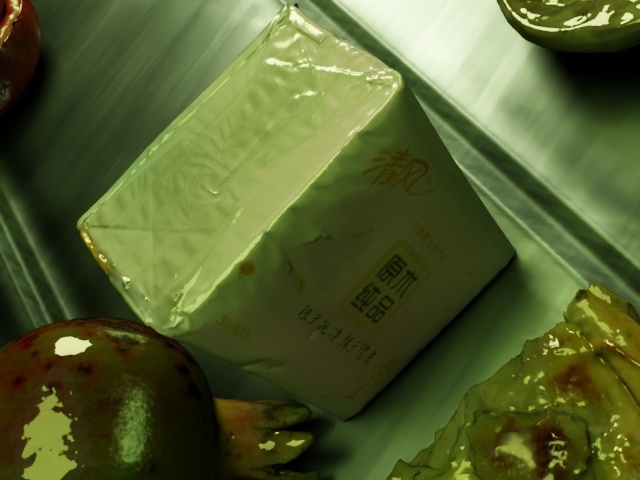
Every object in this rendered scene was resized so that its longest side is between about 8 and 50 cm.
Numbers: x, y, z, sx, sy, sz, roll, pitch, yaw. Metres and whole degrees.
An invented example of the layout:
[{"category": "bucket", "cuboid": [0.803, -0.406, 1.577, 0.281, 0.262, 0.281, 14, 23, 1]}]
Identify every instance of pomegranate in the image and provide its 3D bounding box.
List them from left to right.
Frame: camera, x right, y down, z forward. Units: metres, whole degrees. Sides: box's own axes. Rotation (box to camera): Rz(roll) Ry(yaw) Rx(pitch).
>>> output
[{"category": "pomegranate", "cuboid": [-0.129, 0.153, 0.548, 0.246, 0.198, 0.198, 12, 73, 13]}]

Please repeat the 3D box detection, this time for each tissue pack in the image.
[{"category": "tissue pack", "cuboid": [0.000, 0.000, 0.519, 0.185, 0.225, 0.124, -47, 54, 1]}]

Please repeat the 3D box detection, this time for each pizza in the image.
[{"category": "pizza", "cuboid": [0.131, 0.185, 0.452, 0.223, 0.089, 0.323, -17, 60, 18]}]

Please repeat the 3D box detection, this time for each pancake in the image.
[{"category": "pancake", "cuboid": [0.240, -0.222, 0.580, 0.242, 0.050, 0.241, -22, 44, 23]}]

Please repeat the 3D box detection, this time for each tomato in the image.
[{"category": "tomato", "cuboid": [-0.414, -0.198, 0.914, 0.228, 0.101, 0.227, -8, 62, 16]}]
